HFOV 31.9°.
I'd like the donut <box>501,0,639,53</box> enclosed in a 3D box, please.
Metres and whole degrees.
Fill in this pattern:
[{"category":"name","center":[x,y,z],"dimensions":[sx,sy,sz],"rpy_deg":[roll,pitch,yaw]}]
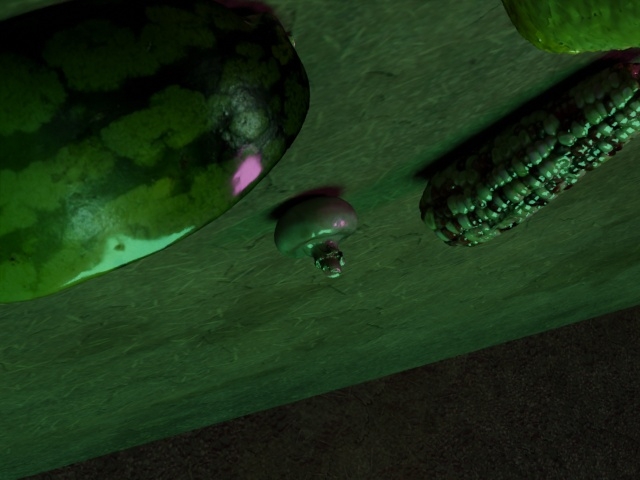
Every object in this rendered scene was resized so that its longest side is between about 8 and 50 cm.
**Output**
[{"category":"donut","center":[0.207,-0.156,0.509],"dimensions":[0.303,0.110,0.303],"rpy_deg":[-11,-167,3]}]

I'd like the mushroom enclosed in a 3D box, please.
[{"category":"mushroom","center":[0.000,0.000,1.092],"dimensions":[0.085,0.079,0.085],"rpy_deg":[-22,168,-5]}]

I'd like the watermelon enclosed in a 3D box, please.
[{"category":"watermelon","center":[-0.153,-0.071,0.637],"dimensions":[0.304,0.159,0.128],"rpy_deg":[-21,128,-2]}]

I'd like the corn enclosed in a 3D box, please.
[{"category":"corn","center":[0.208,-0.083,1.077],"dimensions":[0.092,0.092,0.280],"rpy_deg":[-5,154,-47]}]
